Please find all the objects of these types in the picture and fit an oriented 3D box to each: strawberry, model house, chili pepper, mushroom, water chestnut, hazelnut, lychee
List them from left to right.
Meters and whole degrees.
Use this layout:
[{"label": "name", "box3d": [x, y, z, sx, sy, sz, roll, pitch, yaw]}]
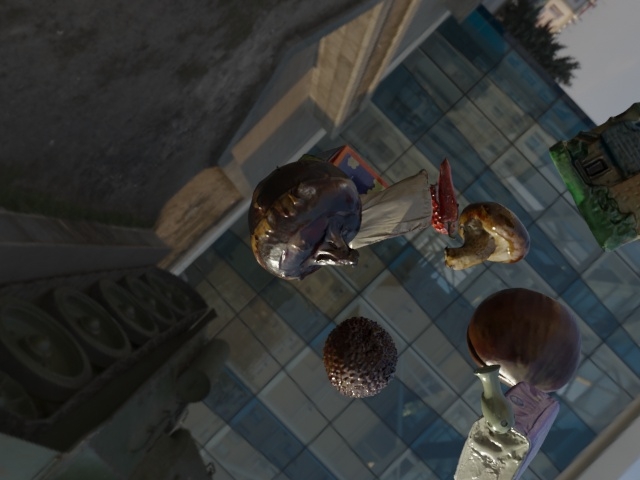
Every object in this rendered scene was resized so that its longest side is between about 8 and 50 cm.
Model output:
[{"label": "water chestnut", "box3d": [-0.022, -0.027, 1.234, 0.300, 0.300, 0.300, -44, -179, 1]}, {"label": "lychee", "box3d": [0.116, 0.360, 1.637, 0.236, 0.236, 0.271, -46, 158, -50]}, {"label": "strawberry", "box3d": [0.467, -0.115, 2.174, 0.111, 0.190, 0.236, -23, -138, 34]}, {"label": "chili pepper", "box3d": [0.390, -0.133, 1.663, 0.059, 0.267, 0.051, -10, 168, 43]}, {"label": "mushroom", "box3d": [0.564, 0.000, 1.805, 0.267, 0.268, 0.254, -51, 162, -77]}, {"label": "hazelnut", "box3d": [0.804, 0.378, 2.121, 0.402, 0.430, 0.401, 23, 90, -87]}, {"label": "model house", "box3d": [0.758, -0.165, 1.302, 0.280, 0.312, 0.245, -31, 165, 30]}]

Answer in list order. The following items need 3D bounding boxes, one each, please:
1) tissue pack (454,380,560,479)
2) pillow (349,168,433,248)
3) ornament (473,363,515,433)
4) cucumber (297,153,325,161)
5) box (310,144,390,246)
[{"label": "tissue pack", "box3d": [0.534, 0.569, 1.551, 0.338, 0.160, 0.242, -5, 119, -54]}, {"label": "pillow", "box3d": [0.191, -0.087, 1.552, 0.271, 0.173, 0.067, -16, -165, 0]}, {"label": "ornament", "box3d": [0.423, 0.388, 1.318, 0.075, 0.156, 0.081, -12, 175, -30]}, {"label": "cucumber", "box3d": [-0.002, -0.150, 1.473, 0.062, 0.078, 0.211, -58, 154, -15]}, {"label": "box", "box3d": [0.004, -0.126, 1.882, 0.318, 0.257, 0.349, -53, -159, -14]}]
